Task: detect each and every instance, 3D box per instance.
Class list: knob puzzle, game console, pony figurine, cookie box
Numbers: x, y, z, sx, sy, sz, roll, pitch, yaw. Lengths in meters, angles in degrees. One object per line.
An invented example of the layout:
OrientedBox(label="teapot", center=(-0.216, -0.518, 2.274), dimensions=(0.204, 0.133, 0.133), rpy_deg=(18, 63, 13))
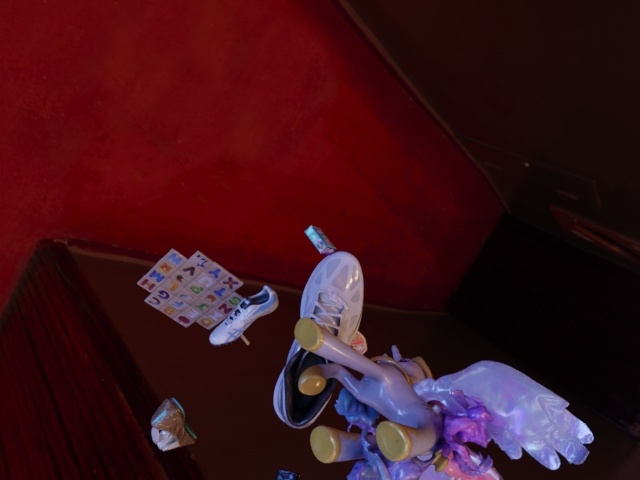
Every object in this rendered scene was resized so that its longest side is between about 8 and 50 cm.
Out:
OrientedBox(label="knob puzzle", center=(0.134, 0.495, 1.956), dimensions=(0.213, 0.030, 0.213), rpy_deg=(-8, 116, -17))
OrientedBox(label="game console", center=(-0.092, 0.693, 1.145), dimensions=(0.071, 0.107, 0.122), rpy_deg=(32, 58, -57))
OrientedBox(label="pony figurine", center=(0.148, 0.268, 0.640), dimensions=(0.363, 0.351, 0.303), rpy_deg=(23, 105, -47))
OrientedBox(label="cookie box", center=(0.000, 0.000, 1.582), dimensions=(0.040, 0.107, 0.091), rpy_deg=(-43, 159, 13))

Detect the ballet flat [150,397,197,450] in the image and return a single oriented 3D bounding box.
OrientedBox(label="ballet flat", center=(-0.519, 0.660, 1.483), dimensions=(0.124, 0.116, 0.343), rpy_deg=(-37, 154, -30))

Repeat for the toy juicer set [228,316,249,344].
OrientedBox(label="toy juicer set", center=(-0.351, 0.229, 1.602), dimensions=(0.089, 0.329, 0.209), rpy_deg=(-34, 165, -13))

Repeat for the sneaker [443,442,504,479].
OrientedBox(label="sneaker", center=(0.388, 0.654, 1.253), dimensions=(0.136, 0.313, 0.116), rpy_deg=(-53, 162, -10))

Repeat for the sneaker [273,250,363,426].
OrientedBox(label="sneaker", center=(0.024, 0.214, 0.988), dimensions=(0.257, 0.169, 0.448), rpy_deg=(120, -10, -72))

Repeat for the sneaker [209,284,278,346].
OrientedBox(label="sneaker", center=(-0.231, 0.219, 1.262), dimensions=(0.237, 0.085, 0.086), rpy_deg=(-36, 125, -22))

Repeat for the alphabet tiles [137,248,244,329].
OrientedBox(label="alphabet tiles", center=(-0.408, 0.165, 1.353), dimensions=(0.285, 0.011, 0.342), rpy_deg=(40, 126, -21))

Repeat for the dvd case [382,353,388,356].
OrientedBox(label="dvd case", center=(0.189, 0.389, 1.269), dimensions=(0.087, 0.013, 0.119), rpy_deg=(-49, 138, -6))
